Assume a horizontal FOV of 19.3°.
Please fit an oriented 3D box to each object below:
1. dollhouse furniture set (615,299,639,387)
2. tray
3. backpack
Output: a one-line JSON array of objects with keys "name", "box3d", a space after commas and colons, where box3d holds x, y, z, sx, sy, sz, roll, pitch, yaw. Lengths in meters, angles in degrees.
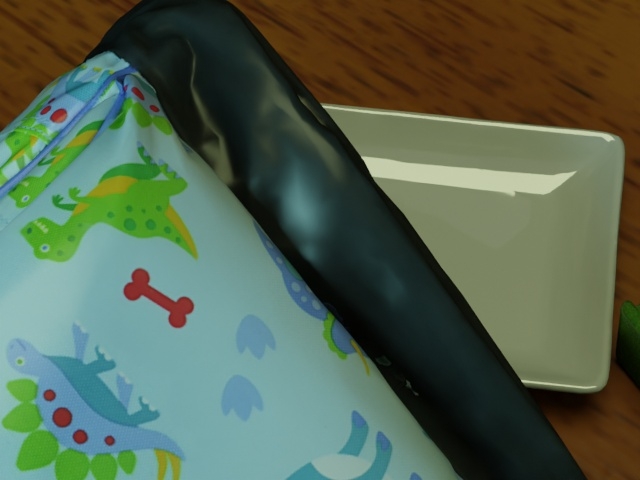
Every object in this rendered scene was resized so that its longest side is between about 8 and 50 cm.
[{"name": "dollhouse furniture set", "box3d": [0.268, 0.065, 0.705, 0.151, 0.197, 0.301, -26, 57, -17]}, {"name": "tray", "box3d": [0.000, 0.000, 0.864, 0.270, 0.030, 0.145, 6, 56, 6]}, {"name": "backpack", "box3d": [-0.096, 0.118, 0.653, 0.355, 0.273, 0.290, -36, 97, -6]}]
